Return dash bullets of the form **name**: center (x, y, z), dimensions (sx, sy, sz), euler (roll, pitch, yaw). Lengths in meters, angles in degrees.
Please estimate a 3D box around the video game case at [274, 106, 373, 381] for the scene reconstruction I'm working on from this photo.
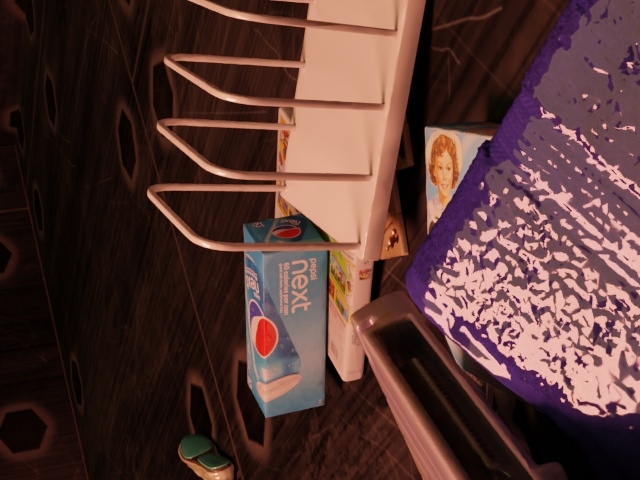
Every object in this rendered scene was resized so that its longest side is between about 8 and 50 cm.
- **video game case**: center (0.000, 0.000, 1.251), dimensions (0.227, 0.026, 0.206), euler (-121, 27, -47)

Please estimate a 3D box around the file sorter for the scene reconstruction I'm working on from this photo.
- **file sorter**: center (-0.039, -0.144, 1.059), dimensions (0.193, 0.173, 0.278), euler (39, 123, 57)

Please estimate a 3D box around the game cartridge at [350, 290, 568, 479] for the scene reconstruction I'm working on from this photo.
- **game cartridge**: center (0.120, 0.187, 0.743), dimensions (0.230, 0.068, 0.355), euler (61, 178, -20)

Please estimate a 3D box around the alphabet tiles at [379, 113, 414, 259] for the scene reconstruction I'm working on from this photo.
- **alphabet tiles**: center (0.041, -0.098, 1.154), dimensions (0.198, 0.009, 0.237), euler (167, 94, -68)

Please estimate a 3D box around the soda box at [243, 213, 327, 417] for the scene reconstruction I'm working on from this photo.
- **soda box**: center (-0.037, 0.081, 1.249), dimensions (0.067, 0.071, 0.210), euler (-127, 31, -54)

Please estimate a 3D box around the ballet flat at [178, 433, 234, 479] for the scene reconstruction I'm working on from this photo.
- **ballet flat**: center (-0.174, 0.343, 1.795), dimensions (0.168, 0.057, 0.052), euler (-158, 52, -66)

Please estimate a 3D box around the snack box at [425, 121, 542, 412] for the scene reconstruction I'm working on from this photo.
- **snack box**: center (0.170, 0.024, 0.800), dimensions (0.322, 0.060, 0.187), euler (-158, 63, -66)

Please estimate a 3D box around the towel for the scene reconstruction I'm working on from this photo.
- **towel**: center (0.192, -0.018, 0.596), dimensions (0.227, 0.076, 0.308), euler (45, 128, 23)

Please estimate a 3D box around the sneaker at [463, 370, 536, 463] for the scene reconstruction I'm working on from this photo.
- **sneaker**: center (0.131, 0.160, 0.951), dimensions (0.052, 0.058, 0.135), euler (139, 120, -65)
